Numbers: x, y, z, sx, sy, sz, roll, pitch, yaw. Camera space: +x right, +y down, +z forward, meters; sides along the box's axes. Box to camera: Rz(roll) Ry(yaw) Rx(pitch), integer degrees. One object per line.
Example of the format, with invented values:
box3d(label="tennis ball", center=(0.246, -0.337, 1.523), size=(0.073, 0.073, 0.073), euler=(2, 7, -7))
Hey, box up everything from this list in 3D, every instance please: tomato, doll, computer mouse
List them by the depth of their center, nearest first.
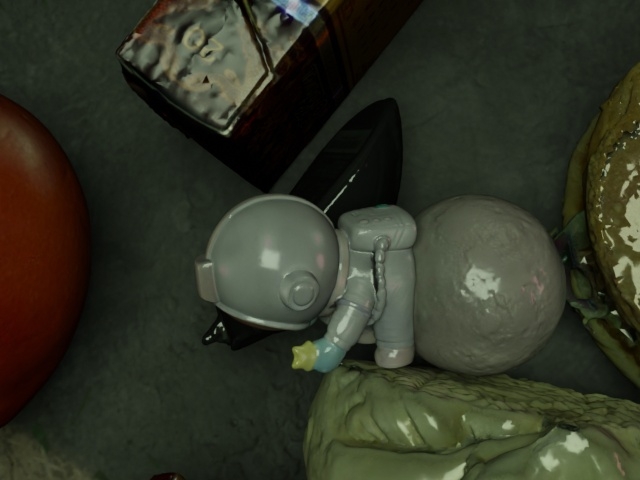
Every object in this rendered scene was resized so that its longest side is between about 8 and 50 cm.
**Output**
box3d(label="doll", center=(0.044, 0.026, 1.002), size=(0.287, 0.151, 0.151), euler=(7, 83, -22))
box3d(label="tomato", center=(-0.346, 0.006, 1.084), size=(0.321, 0.321, 0.321), euler=(-1, 83, 5))
box3d(label="computer mouse", center=(0.000, 0.000, 1.126), size=(0.088, 0.147, 0.264), euler=(43, 87, -12))

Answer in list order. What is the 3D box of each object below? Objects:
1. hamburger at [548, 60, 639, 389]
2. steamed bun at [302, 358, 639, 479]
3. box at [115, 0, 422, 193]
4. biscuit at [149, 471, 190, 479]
box3d(label="hamburger", center=(0.336, -0.029, 1.065), size=(0.277, 0.195, 0.318), euler=(43, 86, 12))
box3d(label="steamed bun", center=(0.144, 0.213, 1.030), size=(0.320, 0.275, 0.206), euler=(15, 98, 43))
box3d(label="box", center=(0.023, -0.242, 1.085), size=(0.116, 0.264, 0.415), euler=(39, 88, 7))
box3d(label="biscuit", center=(-0.084, 0.352, 1.055), size=(0.289, 0.081, 0.334), euler=(15, 110, 19))
